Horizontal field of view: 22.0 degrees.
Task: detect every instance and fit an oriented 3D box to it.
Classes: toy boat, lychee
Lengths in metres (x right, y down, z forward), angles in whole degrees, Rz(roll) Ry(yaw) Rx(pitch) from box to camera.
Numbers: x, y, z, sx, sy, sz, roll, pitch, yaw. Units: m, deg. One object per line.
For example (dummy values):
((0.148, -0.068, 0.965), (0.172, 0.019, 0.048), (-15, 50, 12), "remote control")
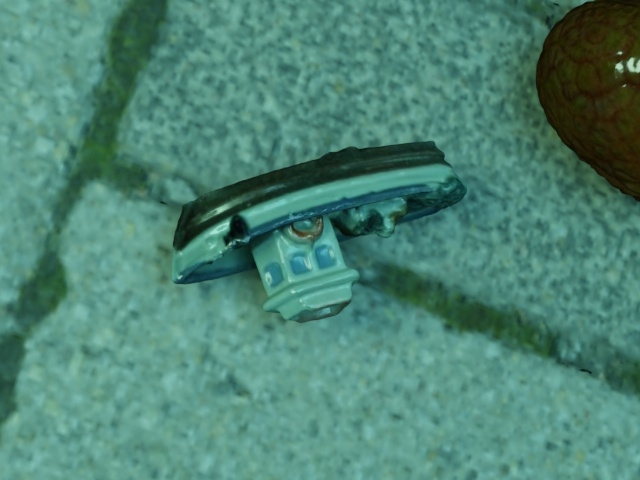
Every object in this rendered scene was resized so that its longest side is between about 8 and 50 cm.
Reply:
((0.000, 0.000, 0.725), (0.140, 0.059, 0.066), (-13, 73, -21), "toy boat")
((0.148, -0.084, 0.772), (0.140, 0.114, 0.101), (61, 32, -26), "lychee")
